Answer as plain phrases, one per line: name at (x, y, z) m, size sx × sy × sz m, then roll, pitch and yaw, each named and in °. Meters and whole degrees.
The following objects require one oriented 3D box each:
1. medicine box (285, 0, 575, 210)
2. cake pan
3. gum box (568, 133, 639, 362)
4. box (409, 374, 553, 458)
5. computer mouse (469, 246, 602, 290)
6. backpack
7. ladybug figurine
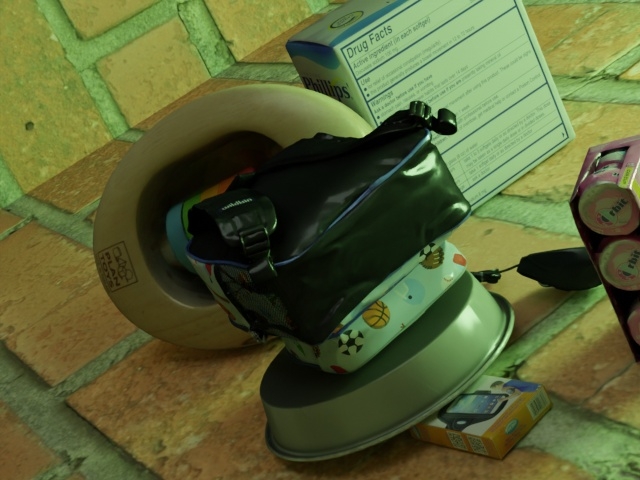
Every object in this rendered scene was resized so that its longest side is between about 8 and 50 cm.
medicine box at (0.145, -0.192, 1.634) m, size 0.263 × 0.289 × 0.149 m, roll -34°, pitch 22°, yaw -17°
cake pan at (0.058, 0.117, 1.316) m, size 0.293 × 0.054 × 0.293 m, roll -28°, pitch 16°, yaw 9°
gum box at (0.292, 0.002, 1.158) m, size 0.062 × 0.188 × 0.107 m, roll -15°, pitch 24°, yaw 30°
box at (0.142, 0.161, 1.196) m, size 0.081 × 0.028 × 0.136 m, roll -39°, pitch 26°, yaw -30°
computer mouse at (0.213, 0.041, 1.364) m, size 0.071 × 0.041 × 0.242 m, roll 4°, pitch -11°, yaw -41°
backpack at (0.000, 0.000, 1.295) m, size 0.276 × 0.213 × 0.263 m, roll -35°, pitch 25°, yaw -25°
ladybug figurine at (-0.093, -0.029, 1.578) m, size 0.449 × 0.305 × 0.162 m, roll -21°, pitch -2°, yaw 30°
